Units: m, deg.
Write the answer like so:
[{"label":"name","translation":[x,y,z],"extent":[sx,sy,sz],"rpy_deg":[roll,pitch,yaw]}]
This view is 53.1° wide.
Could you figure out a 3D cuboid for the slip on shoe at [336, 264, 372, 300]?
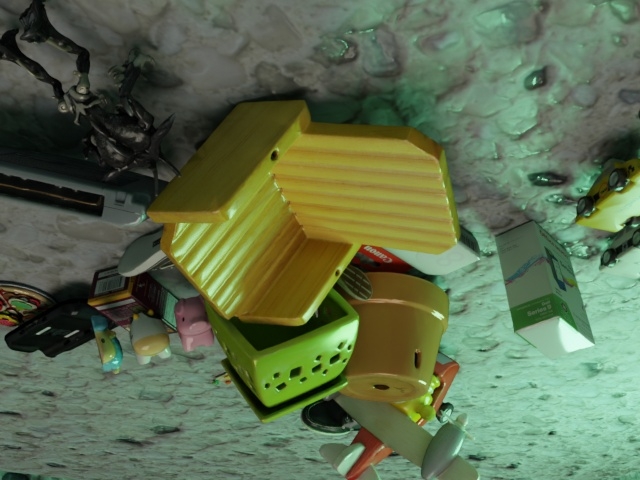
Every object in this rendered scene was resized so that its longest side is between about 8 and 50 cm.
[{"label":"slip on shoe","translation":[0.046,0.071,1.282],"extent":[0.135,0.051,0.041],"rpy_deg":[37,159,0]}]

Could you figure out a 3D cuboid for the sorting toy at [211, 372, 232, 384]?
[{"label":"sorting toy","translation":[-0.272,0.401,1.831],"extent":[0.083,0.012,0.062],"rpy_deg":[-29,136,35]}]

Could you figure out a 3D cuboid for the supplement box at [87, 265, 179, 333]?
[{"label":"supplement box","translation":[-0.396,0.135,1.386],"extent":[0.104,0.080,0.188],"rpy_deg":[-14,143,18]}]

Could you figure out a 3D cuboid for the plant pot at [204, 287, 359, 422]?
[{"label":"plant pot","translation":[-0.075,0.206,1.249],"extent":[0.228,0.227,0.207],"rpy_deg":[-18,125,-26]}]

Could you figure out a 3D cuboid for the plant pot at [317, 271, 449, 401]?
[{"label":"plant pot","translation":[0.131,0.220,1.374],"extent":[0.291,0.203,0.291],"rpy_deg":[4,150,2]}]

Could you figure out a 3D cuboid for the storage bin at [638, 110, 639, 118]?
[{"label":"storage bin","translation":[0.556,-0.162,0.939],"extent":[0.135,0.091,0.098],"rpy_deg":[-21,140,29]}]

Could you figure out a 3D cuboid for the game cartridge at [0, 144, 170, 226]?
[{"label":"game cartridge","translation":[-0.384,-0.087,0.973],"extent":[0.297,0.062,0.198],"rpy_deg":[12,-172,0]}]

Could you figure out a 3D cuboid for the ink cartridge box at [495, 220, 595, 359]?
[{"label":"ink cartridge box","translation":[0.418,0.093,1.203],"extent":[0.093,0.212,0.154],"rpy_deg":[-30,135,31]}]

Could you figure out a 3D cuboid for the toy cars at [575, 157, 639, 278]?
[{"label":"toy cars","translation":[0.551,-0.045,1.119],"extent":[0.177,0.087,0.394],"rpy_deg":[-7,150,32]}]

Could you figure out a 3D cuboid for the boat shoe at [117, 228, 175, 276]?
[{"label":"boat shoe","translation":[-0.298,0.025,1.230],"extent":[0.219,0.077,0.070],"rpy_deg":[-23,138,28]}]

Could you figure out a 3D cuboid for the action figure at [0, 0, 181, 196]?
[{"label":"action figure","translation":[-0.292,-0.192,0.863],"extent":[0.164,0.141,0.275],"rpy_deg":[-31,117,29]}]

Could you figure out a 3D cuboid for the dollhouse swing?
[{"label":"dollhouse swing","translation":[0.000,0.000,0.987],"extent":[0.305,0.315,0.346],"rpy_deg":[24,157,31]}]

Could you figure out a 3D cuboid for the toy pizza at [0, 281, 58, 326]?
[{"label":"toy pizza","translation":[-0.700,0.156,1.464],"extent":[0.201,0.032,0.201],"rpy_deg":[0,145,0]}]

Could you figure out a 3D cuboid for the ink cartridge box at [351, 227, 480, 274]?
[{"label":"ink cartridge box","translation":[0.160,0.023,1.245],"extent":[0.189,0.066,0.232],"rpy_deg":[29,132,-35]}]

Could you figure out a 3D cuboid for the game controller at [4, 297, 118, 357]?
[{"label":"game controller","translation":[-0.592,0.201,1.488],"extent":[0.319,0.067,0.166],"rpy_deg":[-26,144,32]}]

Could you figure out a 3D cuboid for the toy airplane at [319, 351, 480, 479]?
[{"label":"toy airplane","translation":[0.165,0.415,1.539],"extent":[0.386,0.384,0.272],"rpy_deg":[-2,131,3]}]

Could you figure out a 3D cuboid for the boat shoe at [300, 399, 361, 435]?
[{"label":"boat shoe","translation":[0.115,0.488,1.854],"extent":[0.340,0.127,0.113],"rpy_deg":[4,144,-8]}]

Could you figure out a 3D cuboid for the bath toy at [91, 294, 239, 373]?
[{"label":"bath toy","translation":[-0.279,0.165,1.314],"extent":[0.348,0.129,0.151],"rpy_deg":[-14,-170,-21]}]
